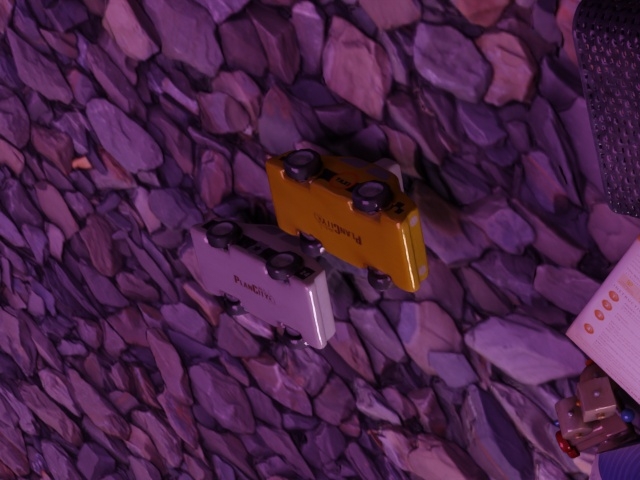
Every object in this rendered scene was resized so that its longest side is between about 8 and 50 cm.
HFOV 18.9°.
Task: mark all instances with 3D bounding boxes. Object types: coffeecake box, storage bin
[{"bbox_3d":[0.300,0.063,1.551,0.142,0.068,0.185,44,147,12],"label":"coffeecake box"},{"bbox_3d":[0.261,-0.109,1.380,0.084,0.122,0.180,15,133,43],"label":"storage bin"}]

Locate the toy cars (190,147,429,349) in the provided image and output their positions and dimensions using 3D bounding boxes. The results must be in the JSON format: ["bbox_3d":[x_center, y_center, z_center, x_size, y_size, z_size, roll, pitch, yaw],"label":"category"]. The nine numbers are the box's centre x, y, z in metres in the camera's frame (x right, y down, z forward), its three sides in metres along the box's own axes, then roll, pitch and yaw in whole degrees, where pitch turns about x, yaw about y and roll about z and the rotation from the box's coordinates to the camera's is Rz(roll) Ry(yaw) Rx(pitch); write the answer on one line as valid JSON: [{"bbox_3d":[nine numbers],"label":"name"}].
[{"bbox_3d":[0.000,0.000,1.848,0.176,0.087,0.393,56,151,1],"label":"toy cars"}]

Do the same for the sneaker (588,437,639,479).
[{"bbox_3d":[0.350,0.312,1.679,0.127,0.182,0.315,-16,84,52],"label":"sneaker"}]

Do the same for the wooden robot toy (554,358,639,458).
[{"bbox_3d":[0.238,0.141,1.694,0.173,0.076,0.079,43,-150,-62],"label":"wooden robot toy"}]
